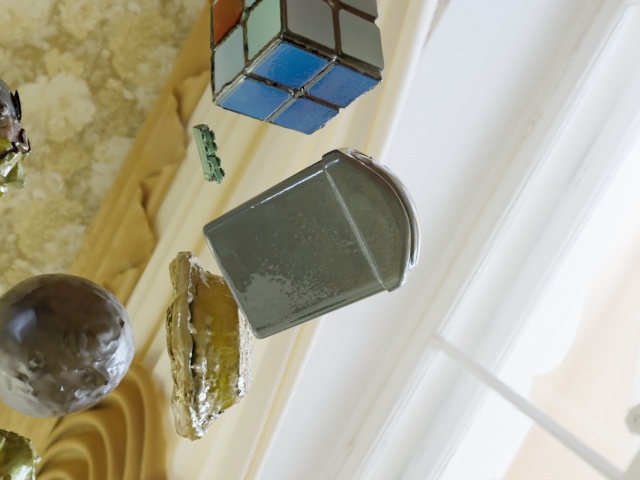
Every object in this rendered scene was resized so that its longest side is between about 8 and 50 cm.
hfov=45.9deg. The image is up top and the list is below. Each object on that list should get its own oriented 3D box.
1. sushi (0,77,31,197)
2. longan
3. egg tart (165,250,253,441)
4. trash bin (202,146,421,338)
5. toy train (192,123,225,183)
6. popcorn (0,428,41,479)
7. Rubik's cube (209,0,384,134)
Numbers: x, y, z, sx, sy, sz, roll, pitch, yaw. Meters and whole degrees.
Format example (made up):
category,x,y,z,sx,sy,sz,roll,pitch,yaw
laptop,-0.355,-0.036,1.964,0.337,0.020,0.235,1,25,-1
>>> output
category,x,y,z,sx,sy,sz,roll,pitch,yaw
sushi,-0.793,-0.188,1.615,0.328,0.328,0.285,-17,-113,-40
longan,-0.698,0.280,2.014,0.391,0.391,0.391,29,-176,-2
egg tart,-0.225,0.206,1.522,0.169,0.387,0.388,-3,-173,-3
trash bin,0.000,0.000,0.895,0.176,0.236,0.101,63,-164,-4
toy train,-0.265,-0.207,1.797,0.038,0.147,0.071,-24,-151,-26
popcorn,-0.692,0.488,1.620,0.174,0.142,0.173,31,-167,-8
Rubik's cube,-0.036,-0.271,1.021,0.167,0.180,0.183,14,153,-35
